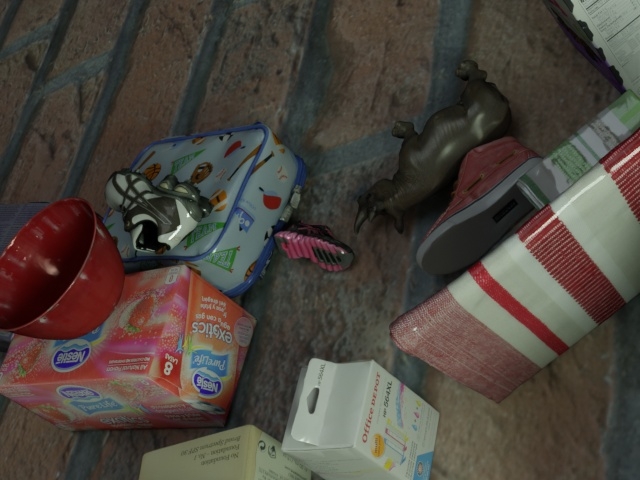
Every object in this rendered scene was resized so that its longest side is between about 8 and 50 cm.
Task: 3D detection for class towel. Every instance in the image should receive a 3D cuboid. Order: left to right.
[{"bbox_3d":[0.231,0.010,0.886,0.329,0.237,0.037,-40,57,10],"label":"towel"},{"bbox_3d":[0.287,-0.069,1.034,0.152,0.023,0.113,-41,63,9],"label":"towel"}]

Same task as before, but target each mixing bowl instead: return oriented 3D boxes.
[{"bbox_3d":[-0.300,0.049,1.221,0.181,0.098,0.181,-24,46,27],"label":"mixing bowl"}]

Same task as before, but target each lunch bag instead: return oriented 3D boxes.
[{"bbox_3d":[-0.160,-0.044,1.387,0.303,0.115,0.243,0,57,43],"label":"lunch bag"}]

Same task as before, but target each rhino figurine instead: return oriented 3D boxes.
[{"bbox_3d":[0.123,-0.096,1.198,0.243,0.073,0.106,-45,36,7],"label":"rhino figurine"}]

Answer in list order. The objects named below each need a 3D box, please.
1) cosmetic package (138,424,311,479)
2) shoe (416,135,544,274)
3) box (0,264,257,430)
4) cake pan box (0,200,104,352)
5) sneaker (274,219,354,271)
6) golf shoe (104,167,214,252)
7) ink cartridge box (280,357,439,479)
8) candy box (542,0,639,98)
[{"bbox_3d":[-0.109,0.356,1.015,0.160,0.113,0.310,-22,45,29],"label":"cosmetic package"},{"bbox_3d":[0.167,-0.040,1.124,0.178,0.063,0.081,-40,38,3],"label":"shoe"},{"bbox_3d":[-0.249,0.143,1.289,0.299,0.142,0.154,-9,54,38],"label":"box"},{"bbox_3d":[-0.479,0.055,1.633,0.266,0.070,0.246,0,61,43],"label":"cake pan box"},{"bbox_3d":[0.000,0.000,1.261,0.119,0.047,0.057,17,44,39],"label":"sneaker"},{"bbox_3d":[-0.225,-0.035,1.283,0.198,0.077,0.094,6,59,49],"label":"golf shoe"},{"bbox_3d":[0.036,0.182,0.996,0.089,0.143,0.092,-11,52,37],"label":"ink cartridge box"},{"bbox_3d":[0.283,-0.254,1.080,0.070,0.196,0.165,-39,40,13],"label":"candy box"}]
